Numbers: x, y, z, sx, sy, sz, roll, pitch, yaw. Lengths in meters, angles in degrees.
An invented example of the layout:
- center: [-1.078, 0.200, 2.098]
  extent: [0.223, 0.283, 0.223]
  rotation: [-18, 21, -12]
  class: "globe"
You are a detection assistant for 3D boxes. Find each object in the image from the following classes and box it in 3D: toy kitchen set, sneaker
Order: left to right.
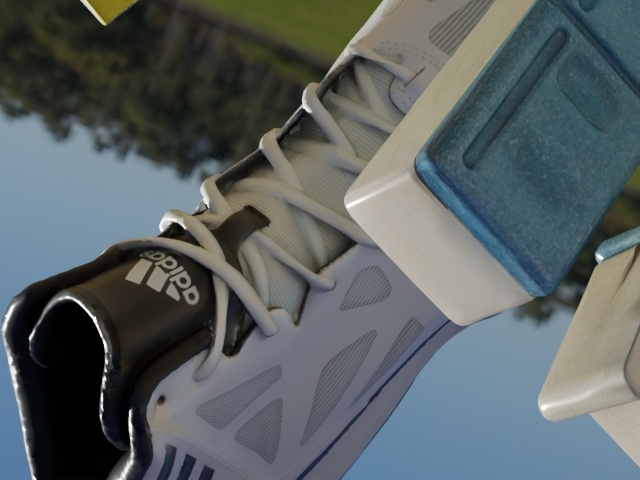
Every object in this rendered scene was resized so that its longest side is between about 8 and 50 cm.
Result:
- center: [0.000, 0.001, 1.046]
  extent: [0.169, 0.447, 0.257]
  rotation: [42, -158, 19]
  class: "sneaker"
- center: [0.148, 0.001, 0.539]
  extent: [0.207, 0.122, 0.166]
  rotation: [46, 145, -14]
  class: "toy kitchen set"

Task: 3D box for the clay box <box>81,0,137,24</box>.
- center: [-0.142, -0.189, 0.823]
  extent: [0.222, 0.053, 0.127]
  rotation: [52, 179, -9]
  class: "clay box"
